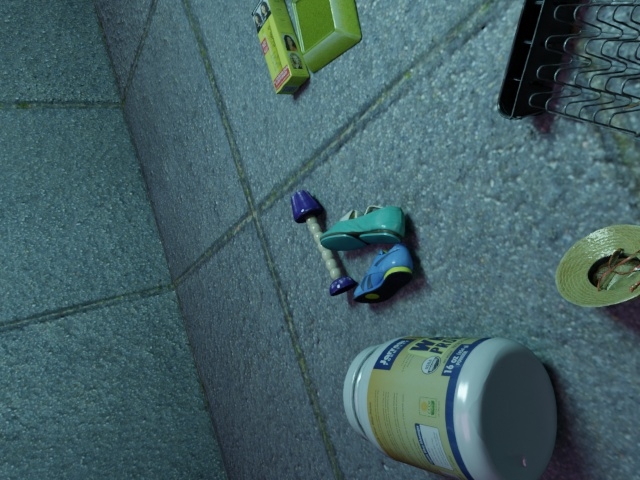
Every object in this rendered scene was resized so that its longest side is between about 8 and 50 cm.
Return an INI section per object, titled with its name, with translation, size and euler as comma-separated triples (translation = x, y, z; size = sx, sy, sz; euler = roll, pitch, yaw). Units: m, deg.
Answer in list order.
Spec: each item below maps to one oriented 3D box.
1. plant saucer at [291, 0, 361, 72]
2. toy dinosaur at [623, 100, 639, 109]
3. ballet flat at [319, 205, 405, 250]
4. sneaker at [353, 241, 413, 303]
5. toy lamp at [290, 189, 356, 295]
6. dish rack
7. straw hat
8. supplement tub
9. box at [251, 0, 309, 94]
[plant saucer]
translation = -0.001, -0.499, 1.010
size = 0.188, 0.045, 0.188
euler = -9, 92, 55
[toy dinosaur]
translation = 0.441, -0.234, 0.491
size = 0.112, 0.064, 0.211
euler = -125, 38, -56
[ballet flat]
translation = 0.095, -0.030, 1.002
size = 0.247, 0.083, 0.087
euler = -9, 58, 52
[sneaker]
translation = 0.134, 0.075, 0.991
size = 0.209, 0.069, 0.082
euler = 129, 147, -53
[toy lamp]
translation = 0.000, 0.000, 1.129
size = 0.080, 0.080, 0.275
euler = -47, 63, 49
[dish rack]
translation = 0.350, -0.228, 0.544
size = 0.271, 0.074, 0.208
euler = -128, 39, -57
[straw hat]
translation = 0.400, 0.049, 0.608
size = 0.061, 0.144, 0.144
euler = 38, 148, -18
[supplement tub]
translation = 0.209, 0.284, 0.799
size = 0.316, 0.228, 0.228
euler = -16, 87, 54
[box]
translation = -0.103, -0.491, 1.140
size = 0.087, 0.058, 0.232
euler = -26, 79, 53
